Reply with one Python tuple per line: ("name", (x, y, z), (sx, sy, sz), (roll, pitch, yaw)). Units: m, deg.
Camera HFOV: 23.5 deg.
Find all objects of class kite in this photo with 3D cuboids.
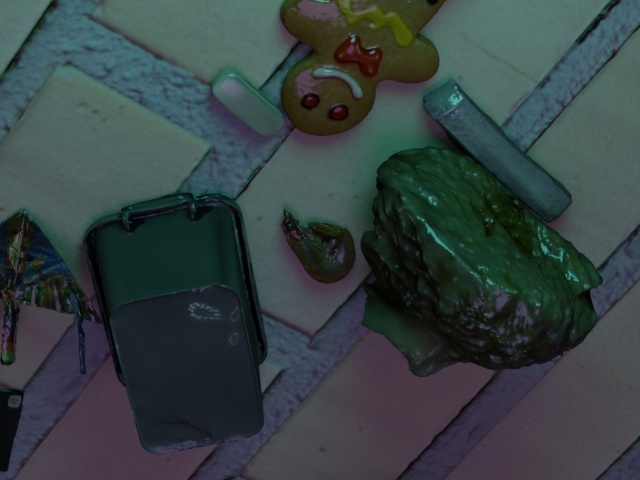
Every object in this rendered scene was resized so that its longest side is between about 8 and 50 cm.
("kite", (-0.297, 0.047, 1.488), (0.182, 0.010, 0.160), (11, 104, 5))

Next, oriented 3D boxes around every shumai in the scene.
("shumai", (0.123, 0.047, 1.499), (0.256, 0.189, 0.218), (44, 132, 5))

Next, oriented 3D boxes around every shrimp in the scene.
("shrimp", (0.000, 0.000, 1.553), (0.059, 0.023, 0.108), (-32, 126, -1))

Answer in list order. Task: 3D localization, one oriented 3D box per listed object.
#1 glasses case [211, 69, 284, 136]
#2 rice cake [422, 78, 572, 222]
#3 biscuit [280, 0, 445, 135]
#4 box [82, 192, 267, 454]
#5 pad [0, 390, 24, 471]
("glasses case", (-0.068, -0.128, 1.442), (0.032, 0.021, 0.083), (-41, 124, 16))
("rice cake", (0.177, -0.087, 1.522), (0.206, 0.036, 0.047), (37, 98, -32))
("biscuit", (0.047, -0.196, 1.412), (0.165, 0.036, 0.250), (21, 118, -24))
("box", (-0.135, 0.090, 1.515), (0.163, 0.135, 0.243), (-10, 127, -4))
("pad", (-0.413, 0.192, 1.605), (0.193, 0.004, 0.116), (7, 123, -17))
